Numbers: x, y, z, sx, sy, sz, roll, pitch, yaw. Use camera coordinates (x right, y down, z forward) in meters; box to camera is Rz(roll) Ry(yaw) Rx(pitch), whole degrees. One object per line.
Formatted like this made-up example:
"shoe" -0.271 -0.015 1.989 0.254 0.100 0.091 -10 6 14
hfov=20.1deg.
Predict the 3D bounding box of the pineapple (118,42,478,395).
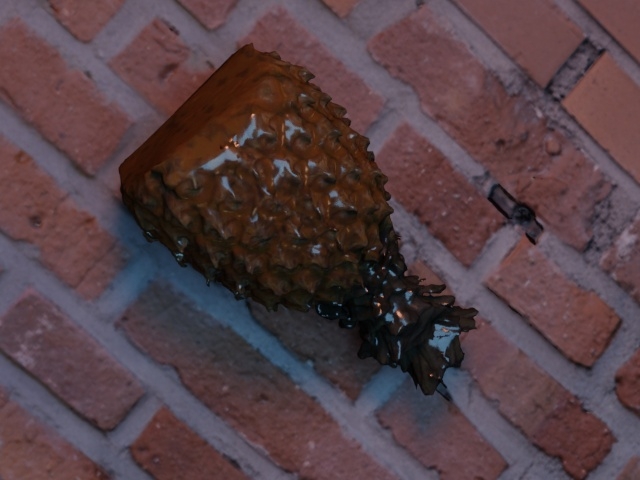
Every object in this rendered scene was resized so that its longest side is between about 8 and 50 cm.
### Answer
"pineapple" 0.000 0.000 1.579 0.362 0.202 0.202 42 83 -23
